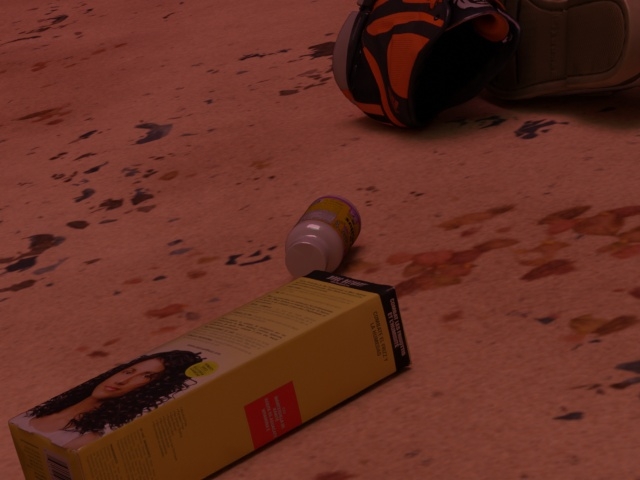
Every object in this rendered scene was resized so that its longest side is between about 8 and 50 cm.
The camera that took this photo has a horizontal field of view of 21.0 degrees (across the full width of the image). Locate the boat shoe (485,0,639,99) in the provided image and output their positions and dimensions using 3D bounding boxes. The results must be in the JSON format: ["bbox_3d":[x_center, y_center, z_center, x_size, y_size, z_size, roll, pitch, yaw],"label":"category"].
[{"bbox_3d":[0.232,-0.174,1.530,0.103,0.113,0.302,1,10,-23],"label":"boat shoe"}]

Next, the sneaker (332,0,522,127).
[{"bbox_3d":[0.127,-0.248,1.544,0.125,0.321,0.180,9,13,-28],"label":"sneaker"}]

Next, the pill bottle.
[{"bbox_3d":[0.000,0.000,1.260,0.043,0.043,0.083,-7,20,19],"label":"pill bottle"}]

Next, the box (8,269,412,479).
[{"bbox_3d":[-0.061,0.089,1.022,0.232,0.058,0.087,-26,22,-33],"label":"box"}]
